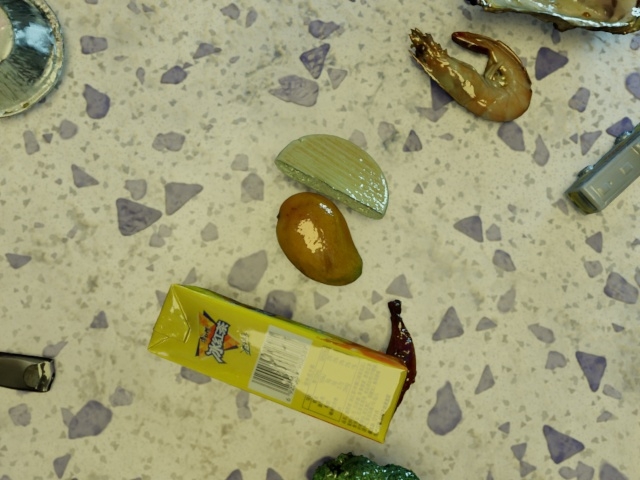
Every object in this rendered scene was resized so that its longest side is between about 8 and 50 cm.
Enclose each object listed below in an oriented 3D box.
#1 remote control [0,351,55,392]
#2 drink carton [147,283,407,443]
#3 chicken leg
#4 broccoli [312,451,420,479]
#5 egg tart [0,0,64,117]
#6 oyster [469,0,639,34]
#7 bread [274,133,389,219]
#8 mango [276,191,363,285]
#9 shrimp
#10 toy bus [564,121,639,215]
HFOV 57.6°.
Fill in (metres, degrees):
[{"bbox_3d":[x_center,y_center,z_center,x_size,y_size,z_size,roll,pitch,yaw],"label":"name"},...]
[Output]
[{"bbox_3d":[-0.534,0.204,0.931,0.212,0.028,0.059,6,86,-1],"label":"remote control"},{"bbox_3d":[-0.056,0.172,0.859,0.351,0.154,0.111,18,85,8],"label":"drink carton"},{"bbox_3d":[0.112,0.203,0.940,0.093,0.053,0.205,25,83,14],"label":"chicken leg"},{"bbox_3d":[0.064,0.452,0.832,0.270,0.270,0.270,-29,88,-46],"label":"broccoli"},{"bbox_3d":[-0.529,-0.311,0.923,0.234,0.094,0.234,0,87,-4],"label":"egg tart"},{"bbox_3d":[0.386,-0.437,0.951,0.360,0.096,0.221,10,82,-1],"label":"oyster"},{"bbox_3d":[0.030,-0.115,0.943,0.193,0.036,0.112,27,56,-3],"label":"bread"},{"bbox_3d":[-0.007,0.001,0.926,0.115,0.089,0.165,-22,91,-12],"label":"mango"},{"bbox_3d":[0.250,-0.289,0.959,0.236,0.053,0.133,32,89,-3],"label":"shrimp"},{"bbox_3d":[0.488,-0.123,0.946,0.190,0.075,0.064,-42,88,-2],"label":"toy bus"}]
